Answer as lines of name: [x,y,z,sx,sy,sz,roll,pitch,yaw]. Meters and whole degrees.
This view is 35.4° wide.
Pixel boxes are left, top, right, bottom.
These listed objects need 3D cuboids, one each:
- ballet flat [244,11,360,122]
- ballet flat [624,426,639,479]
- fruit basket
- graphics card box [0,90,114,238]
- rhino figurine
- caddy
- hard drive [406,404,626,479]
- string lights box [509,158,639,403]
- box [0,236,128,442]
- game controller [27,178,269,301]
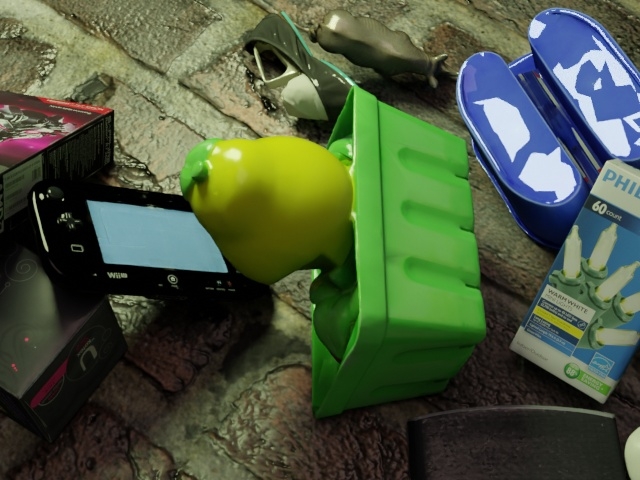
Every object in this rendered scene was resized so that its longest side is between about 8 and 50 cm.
ballet flat: [-0.028,-0.239,1.505,0.096,0.095,0.280,-34,51,-7]
ballet flat: [0.494,0.335,1.063,0.139,0.139,0.400,-30,63,-16]
fruit basket: [0.000,0.000,1.221,0.391,0.283,0.392,7,56,-11]
graphics card box: [-0.447,-0.110,1.317,0.232,0.094,0.371,11,23,9]
rhino figurine: [0.101,-0.285,1.510,0.243,0.106,0.073,19,100,-7]
caddy: [0.337,-0.146,1.374,0.241,0.179,0.341,-30,58,9]
hard drive: [0.231,0.271,1.172,0.254,0.054,0.172,-1,57,2]
string lights box: [0.349,0.047,1.207,0.133,0.260,0.076,30,19,20]
box: [-0.405,0.101,1.259,0.270,0.143,0.165,26,61,18]
game controller: [-0.210,0.004,1.268,0.319,0.067,0.166,6,39,-38]
